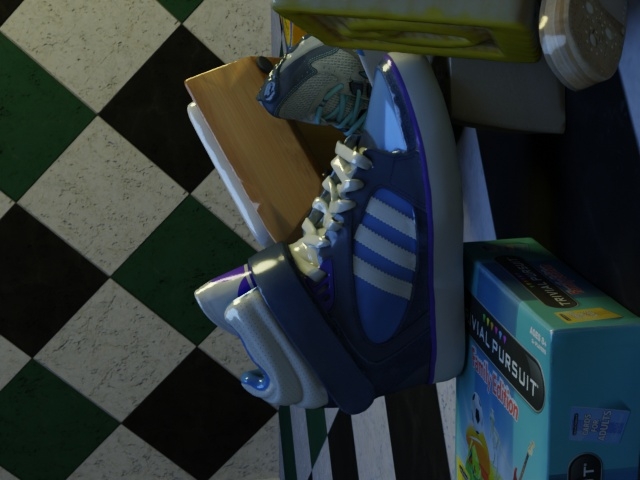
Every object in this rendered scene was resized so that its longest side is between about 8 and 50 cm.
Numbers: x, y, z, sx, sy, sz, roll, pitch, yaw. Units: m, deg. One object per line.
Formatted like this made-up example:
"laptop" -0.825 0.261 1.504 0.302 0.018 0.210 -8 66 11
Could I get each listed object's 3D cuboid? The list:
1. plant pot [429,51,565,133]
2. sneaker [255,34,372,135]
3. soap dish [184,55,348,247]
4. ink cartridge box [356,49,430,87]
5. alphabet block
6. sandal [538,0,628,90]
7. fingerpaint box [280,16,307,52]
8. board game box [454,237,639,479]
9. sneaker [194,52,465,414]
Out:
"plant pot" 0.151 -0.147 0.993 0.109 0.096 0.109 -148 56 -80
"sneaker" 0.053 -0.162 1.232 0.122 0.283 0.110 54 129 18
"soap dish" -0.001 -0.114 1.353 0.118 0.290 0.229 -39 73 33
"ink cartridge box" 0.066 -0.332 1.121 0.223 0.129 0.308 53 -157 -64
"alphabet block" 0.083 -0.250 0.855 0.193 0.192 0.197 -2 -82 -75
"sandal" 0.202 -0.203 0.727 0.079 0.088 0.240 -18 45 42
"fingerpaint box" 0.020 -0.499 1.529 0.445 0.163 0.371 -101 12 -47
"board game box" 0.184 0.192 0.966 0.254 0.079 0.336 -123 30 -73
"sneaker" 0.000 0.000 1.004 0.130 0.236 0.323 -116 19 -72
